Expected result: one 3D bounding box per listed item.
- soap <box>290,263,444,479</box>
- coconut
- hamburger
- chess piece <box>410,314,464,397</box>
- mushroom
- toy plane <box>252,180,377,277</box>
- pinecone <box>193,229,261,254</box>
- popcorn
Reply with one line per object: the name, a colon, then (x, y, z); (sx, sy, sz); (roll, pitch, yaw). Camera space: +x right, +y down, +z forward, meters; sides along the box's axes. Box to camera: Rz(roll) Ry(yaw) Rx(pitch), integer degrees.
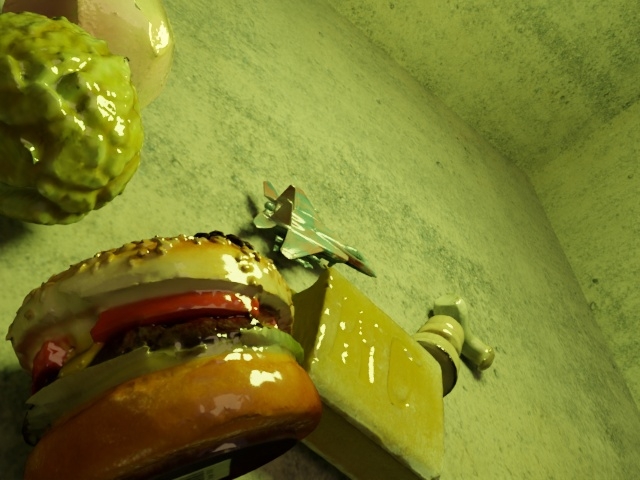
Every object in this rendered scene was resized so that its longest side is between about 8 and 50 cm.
soap: (0.064, 0.253, 1.001); (0.335, 0.156, 0.293); (43, 28, -16)
coconut: (-0.363, -0.340, 0.933); (0.245, 0.233, 0.233); (11, 27, 18)
hamburger: (-0.172, 0.152, 0.639); (0.330, 0.330, 0.250); (7, 52, -49)
chess piece: (0.269, 0.254, 1.290); (0.143, 0.142, 0.261); (55, 25, 5)
mushroom: (0.379, 0.246, 1.467); (0.223, 0.092, 0.081); (58, 15, -4)
toy plane: (-0.005, 0.004, 1.205); (0.326, 0.104, 0.223); (40, 34, -26)
pinecone: (-0.156, 0.065, 0.908); (0.163, 0.163, 0.165); (57, 14, 8)
popcorn: (-0.372, -0.154, 0.745); (0.282, 0.282, 0.247); (51, 20, -2)
